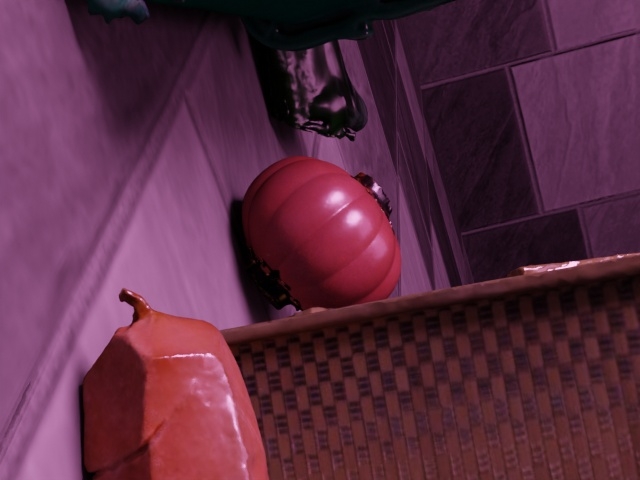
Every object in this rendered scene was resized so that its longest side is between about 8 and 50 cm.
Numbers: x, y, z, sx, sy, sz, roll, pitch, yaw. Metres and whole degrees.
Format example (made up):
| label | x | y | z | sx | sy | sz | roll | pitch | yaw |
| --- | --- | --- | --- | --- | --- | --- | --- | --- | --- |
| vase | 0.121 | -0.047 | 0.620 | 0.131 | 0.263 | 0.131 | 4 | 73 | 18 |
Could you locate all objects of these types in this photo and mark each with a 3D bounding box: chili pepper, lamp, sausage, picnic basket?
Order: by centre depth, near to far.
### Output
| label | x | y | z | sx | sy | sz | roll | pitch | yaw |
| --- | --- | --- | --- | --- | --- | --- | --- | --- | --- |
| sausage | -0.046 | 0.101 | 0.384 | 0.065 | 0.065 | 0.169 | 50 | 28 | -67 |
| picnic basket | 0.074 | 0.101 | 0.465 | 0.139 | 0.267 | 0.165 | 15 | 64 | -72 |
| lamp | 0.000 | 0.000 | 0.661 | 0.107 | 0.092 | 0.107 | 46 | -10 | 11 |
| chili pepper | -0.021 | -0.172 | 0.855 | 0.108 | 0.062 | 0.216 | -65 | 138 | -73 |

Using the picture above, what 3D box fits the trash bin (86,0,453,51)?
| label | x | y | z | sx | sy | sz | roll | pitch | yaw |
| --- | --- | --- | --- | --- | --- | --- | --- | --- | --- |
| trash bin | 0.022 | -0.243 | 0.599 | 0.381 | 0.295 | 0.259 | -46 | 120 | -70 |
